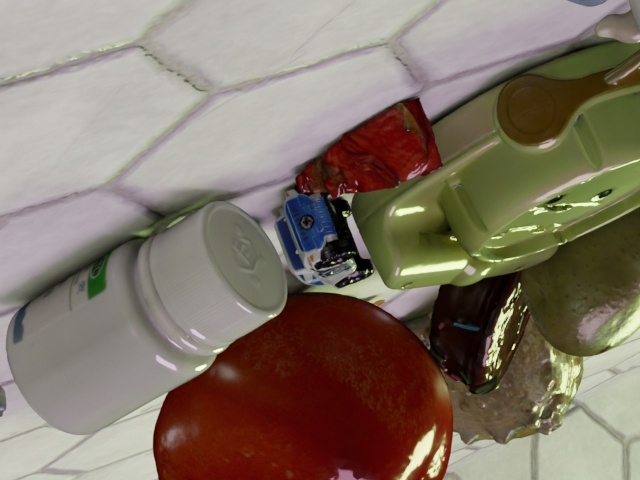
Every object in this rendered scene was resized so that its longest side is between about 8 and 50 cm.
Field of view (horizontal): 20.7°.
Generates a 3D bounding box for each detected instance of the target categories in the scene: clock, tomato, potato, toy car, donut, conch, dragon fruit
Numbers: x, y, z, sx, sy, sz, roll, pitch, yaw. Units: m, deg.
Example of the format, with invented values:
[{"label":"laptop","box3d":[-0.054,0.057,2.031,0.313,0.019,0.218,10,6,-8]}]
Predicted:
[{"label":"clock","box3d":[0.223,-0.076,1.646,0.286,0.117,0.348,-6,158,-49]},{"label":"tomato","box3d":[-0.015,0.221,1.959,0.293,0.290,0.325,-28,140,-51]},{"label":"potato","box3d":[0.311,0.028,1.861,0.194,0.157,0.157,-36,161,24]},{"label":"toy car","box3d":[0.000,0.000,1.657,0.070,0.080,0.170,-22,166,5]},{"label":"donut","box3d":[0.192,0.067,2.012,0.216,0.096,0.230,-70,167,13]},{"label":"conch","box3d":[0.235,0.181,2.376,0.297,0.210,0.352,-6,159,33]},{"label":"dragon fruit","box3d":[0.043,-0.062,1.532,0.131,0.063,0.097,-24,165,4]}]

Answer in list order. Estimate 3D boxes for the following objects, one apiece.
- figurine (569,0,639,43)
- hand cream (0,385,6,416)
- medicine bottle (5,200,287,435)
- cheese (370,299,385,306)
[{"label":"figurine","box3d":[0.297,-0.188,1.348,0.209,0.183,0.128,23,139,-14]},{"label":"hand cream","box3d":[-0.391,0.176,1.788,0.143,0.039,0.061,-11,164,-22]},{"label":"medicine bottle","box3d":[-0.154,0.067,1.557,0.237,0.139,0.139,-32,163,26]},{"label":"cheese","box3d":[0.039,0.081,2.124,0.047,0.017,0.111,-29,165,31]}]
